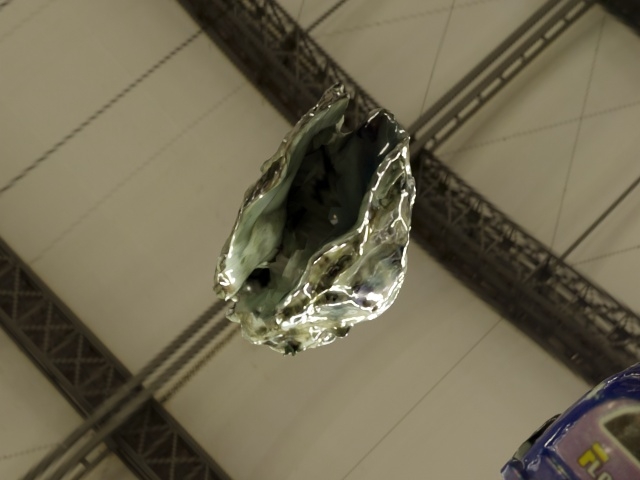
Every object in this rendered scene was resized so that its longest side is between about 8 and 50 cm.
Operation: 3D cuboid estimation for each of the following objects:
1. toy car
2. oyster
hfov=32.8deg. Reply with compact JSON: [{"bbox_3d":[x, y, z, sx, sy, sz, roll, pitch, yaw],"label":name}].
[{"bbox_3d":[0.266,0.166,0.799,0.172,0.158,0.235,46,-149,25],"label":"toy car"},{"bbox_3d":[-0.003,0.003,0.787,0.162,0.351,0.158,-34,-105,-9],"label":"oyster"}]
